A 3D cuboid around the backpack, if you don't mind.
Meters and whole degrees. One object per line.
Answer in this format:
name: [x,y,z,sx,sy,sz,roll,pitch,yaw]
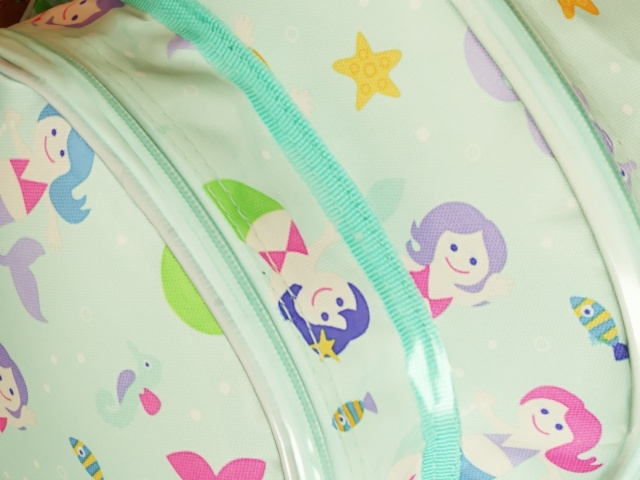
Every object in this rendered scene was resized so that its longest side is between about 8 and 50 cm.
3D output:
backpack: [0.000,0.000,0.445,0.191,0.225,0.253,-25,169,-43]
